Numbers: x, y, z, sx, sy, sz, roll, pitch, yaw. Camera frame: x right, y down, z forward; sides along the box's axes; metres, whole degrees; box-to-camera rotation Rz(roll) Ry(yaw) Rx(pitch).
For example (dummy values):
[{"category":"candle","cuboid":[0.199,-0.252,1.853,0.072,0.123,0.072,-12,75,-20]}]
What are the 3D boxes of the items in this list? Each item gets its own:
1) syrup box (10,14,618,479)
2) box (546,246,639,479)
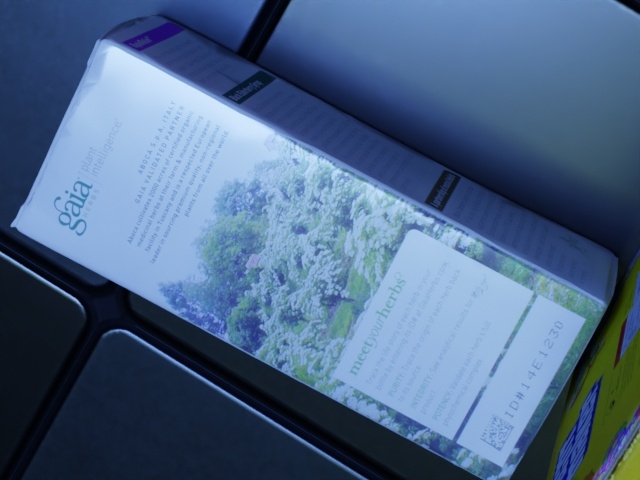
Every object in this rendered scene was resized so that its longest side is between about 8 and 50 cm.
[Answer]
[{"category":"syrup box","cuboid":[0.000,0.000,0.825,0.237,0.096,0.093,28,106,4]},{"category":"box","cuboid":[0.242,0.084,0.695,0.279,0.290,0.177,29,108,4]}]
